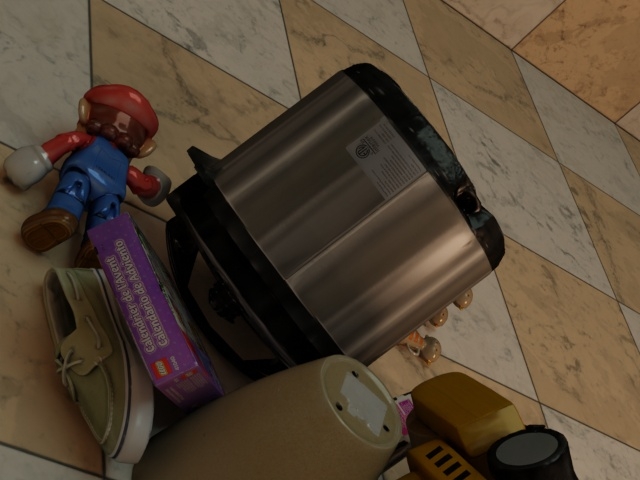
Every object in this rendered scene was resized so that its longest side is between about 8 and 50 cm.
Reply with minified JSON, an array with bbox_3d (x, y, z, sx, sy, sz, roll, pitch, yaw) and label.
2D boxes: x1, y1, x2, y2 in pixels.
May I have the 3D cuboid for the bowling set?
[{"bbox_3d":[0.213,0.066,2.172,0.154,0.200,0.287,34,35,-26],"label":"bowling set"}]

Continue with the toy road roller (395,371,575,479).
[{"bbox_3d":[0.156,0.319,1.472,0.329,0.240,0.203,-147,-141,-67],"label":"toy road roller"}]

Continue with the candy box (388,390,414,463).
[{"bbox_3d":[0.063,0.286,1.710,0.233,0.159,0.071,-10,63,-57],"label":"candy box"}]

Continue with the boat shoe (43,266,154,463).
[{"bbox_3d":[-0.276,0.147,1.496,0.094,0.109,0.302,11,33,-30],"label":"boat shoe"}]

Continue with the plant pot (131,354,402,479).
[{"bbox_3d":[-0.040,0.262,1.474,0.256,0.274,0.256,35,30,-23],"label":"plant pot"}]

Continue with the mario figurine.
[{"bbox_3d":[-0.320,-0.082,1.729,0.321,0.170,0.198,-79,159,-44],"label":"mario figurine"}]

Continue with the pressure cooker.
[{"bbox_3d":[-0.002,-0.002,1.748,0.375,0.420,0.370,53,-1,-39],"label":"pressure cooker"}]

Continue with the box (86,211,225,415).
[{"bbox_3d":[-0.192,0.103,1.512,0.201,0.057,0.293,63,-5,16],"label":"box"}]

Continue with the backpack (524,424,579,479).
[{"bbox_3d":[0.261,0.421,1.764,0.276,0.213,0.263,-5,48,-49],"label":"backpack"}]
